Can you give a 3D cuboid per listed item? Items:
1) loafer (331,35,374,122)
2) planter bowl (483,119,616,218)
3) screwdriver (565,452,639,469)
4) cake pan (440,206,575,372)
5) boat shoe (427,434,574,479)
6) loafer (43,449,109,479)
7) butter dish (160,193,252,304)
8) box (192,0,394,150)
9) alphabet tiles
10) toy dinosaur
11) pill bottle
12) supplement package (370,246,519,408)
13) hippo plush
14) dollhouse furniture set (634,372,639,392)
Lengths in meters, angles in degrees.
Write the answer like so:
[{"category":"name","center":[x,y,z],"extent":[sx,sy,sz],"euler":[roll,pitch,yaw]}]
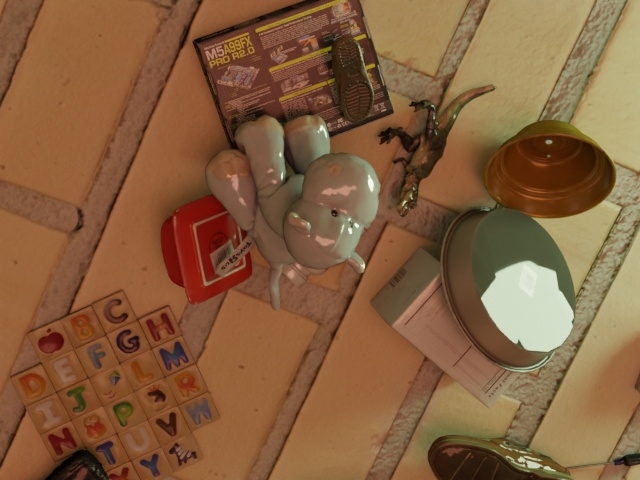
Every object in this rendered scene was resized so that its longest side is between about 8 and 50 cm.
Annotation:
[{"category":"loafer","center":[0.049,-0.255,1.762],"extent":[0.056,0.050,0.148],"euler":[-12,123,-7]},{"category":"planter bowl","center":[0.384,-0.137,1.892],"extent":[0.217,0.090,0.217],"euler":[5,143,4]},{"category":"screwdriver","center":[0.547,0.427,2.150],"extent":[0.170,0.024,0.025],"euler":[-9,136,-4]},{"category":"cake pan","center":[0.323,0.073,1.881],"extent":[0.293,0.054,0.293],"euler":[18,61,-34]},{"category":"boat shoe","center":[0.319,0.415,2.049],"extent":[0.307,0.104,0.110],"euler":[24,108,-20]},{"category":"loafer","center":[-0.453,0.441,1.877],"extent":[0.223,0.076,0.078],"euler":[-37,101,3]},{"category":"butter dish","center":[-0.202,0.006,1.808],"extent":[0.160,0.118,0.159],"euler":[-27,113,-49]},{"category":"box","center":[-0.040,-0.260,1.796],"extent":[0.270,0.060,0.216],"euler":[-22,108,-7]},{"category":"alphabet tiles","center":[-0.341,0.265,1.896],"extent":[0.285,0.011,0.342],"euler":[-24,109,-6]},{"category":"toy dinosaur","center":[0.174,-0.174,1.871],"extent":[0.118,0.064,0.268],"euler":[30,96,-34]},{"category":"pill bottle","center":[0.000,0.000,1.862],"extent":[0.160,0.087,0.087],"euler":[-44,110,2]},{"category":"supplement package","center":[0.230,0.149,1.933],"extent":[0.244,0.134,0.139],"euler":[41,93,-20]},{"category":"hippo plush","center":[-0.043,-0.053,1.674],"extent":[0.234,0.236,0.294],"euler":[33,85,-22]},{"category":"dollhouse furniture set","center":[0.750,0.231,1.990],"extent":[0.198,0.303,0.286],"euler":[12,102,-17]}]
